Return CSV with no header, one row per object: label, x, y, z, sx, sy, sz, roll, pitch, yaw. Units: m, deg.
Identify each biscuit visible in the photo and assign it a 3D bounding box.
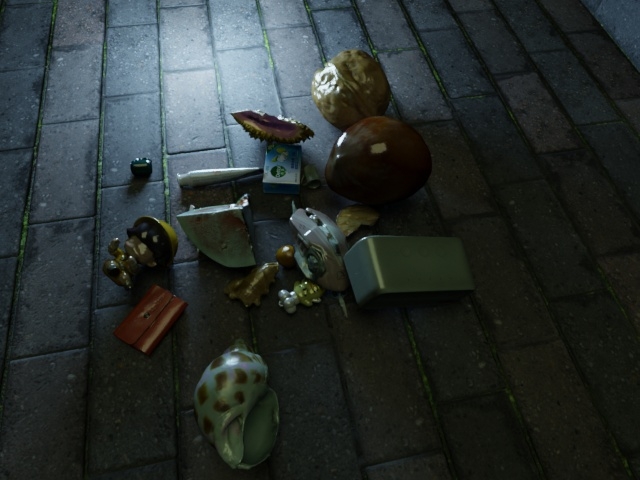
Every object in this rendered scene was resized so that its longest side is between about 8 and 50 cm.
biscuit,0.126,-0.074,1.681,0.183,0.061,0.118,-27,63,-20

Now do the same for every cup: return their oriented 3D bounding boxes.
cup,-0.039,-0.244,1.786,0.055,0.075,0.083,14,47,-39

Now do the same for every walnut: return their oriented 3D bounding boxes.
walnut,0.132,-0.598,1.861,0.306,0.306,0.343,-27,63,-17

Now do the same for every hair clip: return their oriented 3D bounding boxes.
hair clip,-0.447,-0.036,1.645,0.072,0.034,0.225,-25,63,-15

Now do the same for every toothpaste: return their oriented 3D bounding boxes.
toothpaste,-0.378,-0.248,1.749,0.324,0.100,0.066,-7,87,-4

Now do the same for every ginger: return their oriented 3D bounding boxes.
ginger,-0.215,0.148,1.521,0.206,0.081,0.115,-30,33,-10

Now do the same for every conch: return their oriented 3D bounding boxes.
conch,-0.230,0.438,1.287,0.249,0.197,0.367,36,52,-24

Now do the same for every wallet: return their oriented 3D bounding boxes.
wallet,-0.542,0.250,1.464,0.143,0.045,0.204,27,61,13

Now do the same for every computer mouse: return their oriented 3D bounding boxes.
computer mouse,0.004,-0.002,1.564,0.200,0.115,0.388,-8,60,-37

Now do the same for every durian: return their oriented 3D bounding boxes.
durian,-0.179,-0.433,1.821,0.342,0.191,0.112,14,90,13

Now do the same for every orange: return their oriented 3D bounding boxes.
orange,-0.113,0.055,1.583,0.085,0.085,0.084,1,59,-2

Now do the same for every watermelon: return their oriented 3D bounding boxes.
watermelon,-0.333,-0.073,1.550,0.290,0.213,0.319,16,54,-16

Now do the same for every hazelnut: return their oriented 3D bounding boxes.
hazelnut,0.199,-0.278,1.627,0.367,0.365,0.365,1,59,-2

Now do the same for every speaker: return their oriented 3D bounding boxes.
speaker,0.291,0.104,1.468,0.407,0.183,0.184,1,61,-25
speaker,-0.692,-0.296,1.771,0.076,0.060,0.094,-6,60,-7

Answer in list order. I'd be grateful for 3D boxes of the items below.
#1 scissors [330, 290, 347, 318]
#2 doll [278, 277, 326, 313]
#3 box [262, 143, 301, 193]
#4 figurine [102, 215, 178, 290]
scissors,0.072,0.210,1.536,0.058,0.014,0.119,-12,58,-5
doll,-0.065,0.181,1.519,0.163,0.062,0.106,-26,59,-15
box,-0.146,-0.279,1.781,0.140,0.073,0.194,2,59,-2
figurine,-0.595,0.039,1.517,0.192,0.167,0.257,48,65,-1
